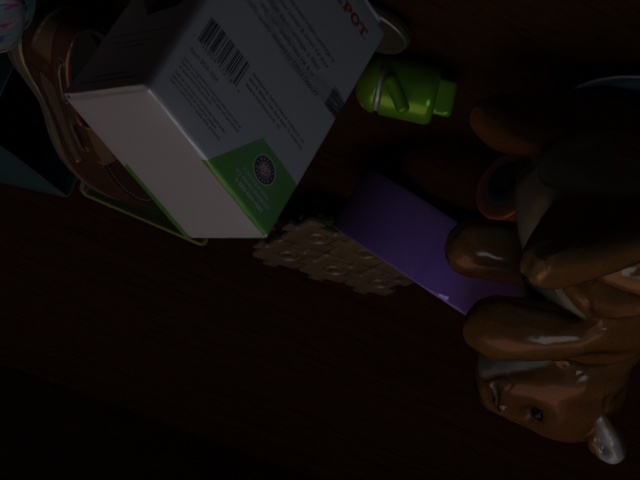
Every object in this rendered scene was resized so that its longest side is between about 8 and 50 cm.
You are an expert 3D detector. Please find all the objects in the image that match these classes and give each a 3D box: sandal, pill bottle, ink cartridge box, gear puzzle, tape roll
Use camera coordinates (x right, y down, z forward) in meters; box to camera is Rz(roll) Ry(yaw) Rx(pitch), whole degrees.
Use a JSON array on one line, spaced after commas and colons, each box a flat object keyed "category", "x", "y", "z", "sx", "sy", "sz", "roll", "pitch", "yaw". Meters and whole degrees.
[{"category": "sandal", "x": 0.006, "y": -0.228, "z": 1.464, "sx": 0.180, "sy": 0.049, "sz": 0.072, "roll": 22, "pitch": 158, "yaw": -18}, {"category": "pill bottle", "x": 0.292, "y": -0.015, "z": 1.697, "sx": 0.130, "sy": 0.130, "sz": 0.246, "roll": -8, "pitch": 150, "yaw": 46}, {"category": "ink cartridge box", "x": -0.079, "y": -0.166, "z": 1.318, "sx": 0.115, "sy": 0.273, "sz": 0.198, "roll": -1, "pitch": 139, "yaw": 41}, {"category": "gear puzzle", "x": 0.000, "y": 0.000, "z": 2.011, "sx": 0.339, "sy": 0.044, "sz": 0.175, "roll": 17, "pitch": 153, "yaw": -28}, {"category": "tape roll", "x": 0.151, "y": 0.020, "z": 1.776, "sx": 0.275, "sy": 0.090, "sz": 0.275, "roll": 33, "pitch": -179, "yaw": 0}]

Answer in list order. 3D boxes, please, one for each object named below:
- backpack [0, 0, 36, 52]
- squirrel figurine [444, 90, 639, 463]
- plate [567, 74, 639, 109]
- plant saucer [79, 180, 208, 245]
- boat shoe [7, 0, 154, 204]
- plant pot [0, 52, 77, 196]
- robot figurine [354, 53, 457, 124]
[{"category": "backpack", "x": -0.374, "y": -0.270, "z": 1.477, "sx": 0.166, "sy": 0.144, "sz": 0.188, "roll": -6, "pitch": 170, "yaw": -7}, {"category": "squirrel figurine", "x": 0.330, "y": 0.057, "z": 1.493, "sx": 0.397, "sy": 0.281, "sz": 0.370, "roll": -9, "pitch": 128, "yaw": -11}, {"category": "plate", "x": 0.348, "y": -0.134, "z": 1.506, "sx": 0.188, "sy": 0.024, "sz": 0.188, "roll": 14, "pitch": 160, "yaw": 5}, {"category": "plant saucer", "x": -0.211, "y": -0.099, "z": 1.865, "sx": 0.188, "sy": 0.045, "sz": 0.188, "roll": 23, "pitch": 137, "yaw": 0}, {"category": "boat shoe", "x": -0.252, "y": -0.145, "z": 1.659, "sx": 0.116, "sy": 0.123, "sz": 0.324, "roll": 26, "pitch": 159, "yaw": 38}, {"category": "plant pot", "x": -0.415, "y": -0.169, "z": 1.754, "sx": 0.234, "sy": 0.165, "sz": 0.165, "roll": 6, "pitch": 158, "yaw": 33}, {"category": "robot figurine", "x": 0.090, "y": -0.165, "z": 1.542, "sx": 0.115, "sy": 0.067, "sz": 0.101, "roll": 13, "pitch": -171, "yaw": 4}]
